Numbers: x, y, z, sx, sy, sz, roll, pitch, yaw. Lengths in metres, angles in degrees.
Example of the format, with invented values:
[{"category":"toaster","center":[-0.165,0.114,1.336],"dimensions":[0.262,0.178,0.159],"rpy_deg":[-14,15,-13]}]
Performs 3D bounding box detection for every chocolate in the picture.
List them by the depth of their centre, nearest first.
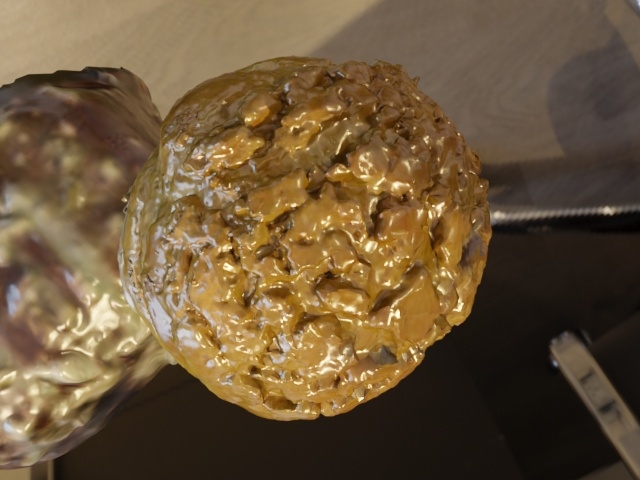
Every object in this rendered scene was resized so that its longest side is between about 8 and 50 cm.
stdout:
[{"category":"chocolate","center":[-0.204,0.039,0.958],"dimensions":[0.340,0.210,0.225],"rpy_deg":[-48,157,-4]}]

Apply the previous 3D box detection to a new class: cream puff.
[{"category":"cream puff","center":[0.001,-0.003,0.427],"dimensions":[0.144,0.103,0.126],"rpy_deg":[-27,101,-39]}]
